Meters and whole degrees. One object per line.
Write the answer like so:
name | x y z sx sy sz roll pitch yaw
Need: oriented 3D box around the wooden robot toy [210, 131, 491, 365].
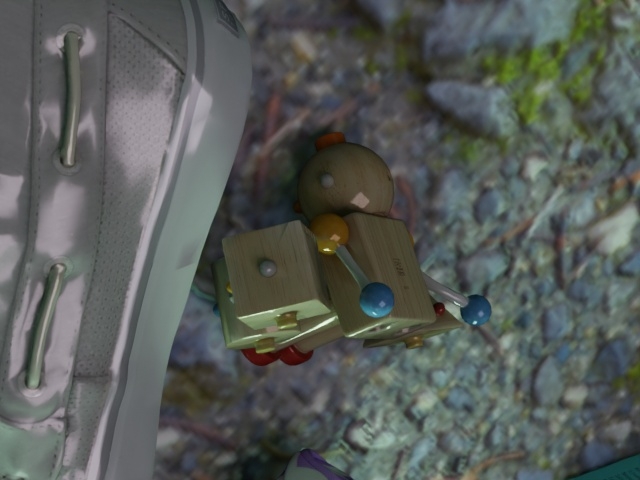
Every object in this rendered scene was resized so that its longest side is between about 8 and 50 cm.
wooden robot toy | 0.000 0.000 0.668 0.076 0.079 0.173 -17 168 24

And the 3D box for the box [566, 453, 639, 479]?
box | 0.226 0.136 0.881 0.244 0.060 0.101 -15 121 -25

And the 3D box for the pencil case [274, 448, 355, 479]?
pencil case | -0.039 0.178 0.714 0.088 0.086 0.206 42 89 -5

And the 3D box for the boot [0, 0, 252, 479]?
boot | -0.116 0.031 0.598 0.123 0.095 0.258 10 100 -30
